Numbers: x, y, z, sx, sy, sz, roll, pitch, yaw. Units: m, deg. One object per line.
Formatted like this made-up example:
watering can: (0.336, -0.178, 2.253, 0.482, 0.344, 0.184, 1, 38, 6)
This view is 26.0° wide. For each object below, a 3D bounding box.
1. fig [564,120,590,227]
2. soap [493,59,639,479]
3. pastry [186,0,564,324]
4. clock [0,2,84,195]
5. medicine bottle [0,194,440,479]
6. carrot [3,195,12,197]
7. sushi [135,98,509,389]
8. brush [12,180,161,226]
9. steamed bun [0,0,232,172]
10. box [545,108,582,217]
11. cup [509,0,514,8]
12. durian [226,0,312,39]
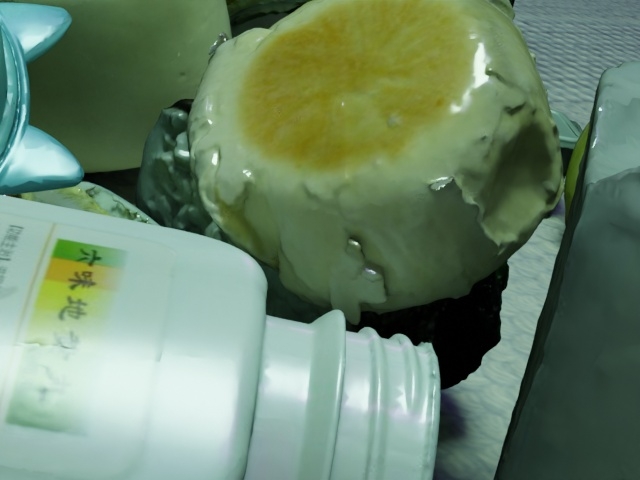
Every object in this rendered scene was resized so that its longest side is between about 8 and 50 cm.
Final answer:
fig: (0.248, -0.043, 0.990, 0.153, 0.121, 0.136, 10, 18, -15)
soap: (0.270, 0.066, 0.612, 0.350, 0.213, 0.435, 29, 26, 26)
pastry: (0.024, -0.044, 0.599, 0.166, 0.088, 0.166, -12, 47, 13)
clock: (-0.254, -0.077, 0.662, 0.274, 0.094, 0.223, -5, 57, -12)
medicine bottle: (-0.123, 0.061, 0.514, 0.324, 0.124, 0.179, 9, 36, -5)
carrot: (-0.256, -0.032, 0.773, 0.216, 0.048, 0.048, 11, 22, -10)
sushi: (0.000, 0.000, 0.736, 0.127, 0.124, 0.225, -3, 27, -36)
brush: (-0.075, 0.035, 0.668, 0.297, 0.068, 0.060, 34, -9, 39)
steamed bun: (-0.183, -0.137, 0.884, 0.250, 0.200, 0.155, 18, 45, 20)
box: (0.132, -0.066, 1.052, 0.122, 0.069, 0.084, 10, 20, -9)
cup: (0.053, -0.307, 1.297, 0.308, 0.292, 0.242, 11, 22, -10)
durian: (0.037, -0.121, 0.957, 0.237, 0.193, 0.138, 24, 41, 21)
